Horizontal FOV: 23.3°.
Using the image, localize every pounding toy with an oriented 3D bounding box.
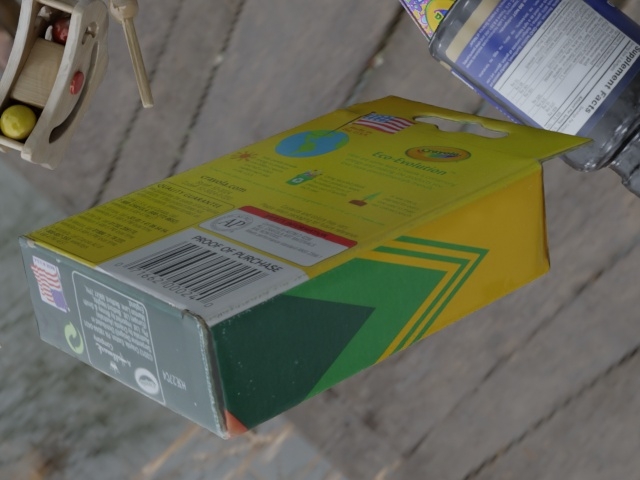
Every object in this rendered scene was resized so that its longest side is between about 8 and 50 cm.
[{"bbox_3d":[-0.282,-0.203,1.826,0.154,0.269,0.154,20,160,10],"label":"pounding toy"}]

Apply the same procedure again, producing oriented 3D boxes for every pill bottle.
[{"bbox_3d":[0.204,-0.133,1.240,0.219,0.123,0.123,39,154,2],"label":"pill bottle"}]

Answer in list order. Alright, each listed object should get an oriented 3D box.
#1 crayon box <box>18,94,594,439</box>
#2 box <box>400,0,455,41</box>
[{"bbox_3d":[0.000,0.000,0.985,0.202,0.318,0.081,20,126,48],"label":"crayon box"},{"bbox_3d":[0.195,-0.298,1.444,0.177,0.279,0.290,55,-171,1],"label":"box"}]
